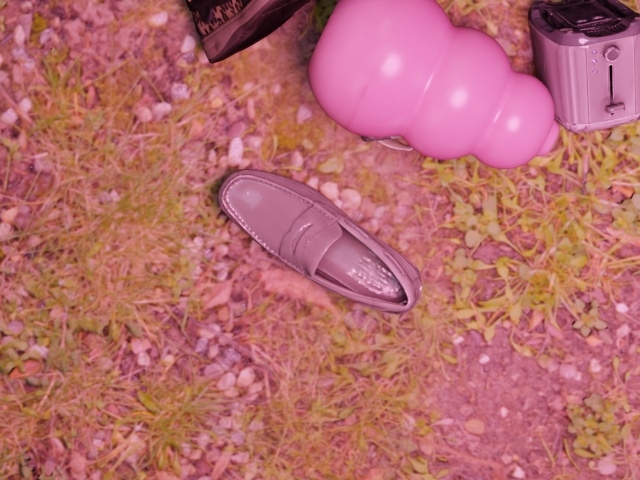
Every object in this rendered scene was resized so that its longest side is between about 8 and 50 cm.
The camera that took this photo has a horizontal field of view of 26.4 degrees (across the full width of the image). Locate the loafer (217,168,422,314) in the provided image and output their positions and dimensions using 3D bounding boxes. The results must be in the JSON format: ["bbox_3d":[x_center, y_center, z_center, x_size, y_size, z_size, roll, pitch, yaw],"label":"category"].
[{"bbox_3d":[0.000,0.000,1.896,0.319,0.111,0.112,28,99,-1],"label":"loafer"}]

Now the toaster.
[{"bbox_3d":[0.350,-0.237,1.802,0.129,0.227,0.146,-12,115,-5],"label":"toaster"}]

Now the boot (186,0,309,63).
[{"bbox_3d":[-0.111,-0.417,1.748,0.138,0.377,0.284,-31,90,-29],"label":"boot"}]

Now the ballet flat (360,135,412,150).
[{"bbox_3d":[0.143,-0.154,1.898,0.188,0.070,0.070,6,99,4],"label":"ballet flat"}]

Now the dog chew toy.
[{"bbox_3d":[0.154,-0.201,1.775,0.332,0.206,0.206,25,99,-2],"label":"dog chew toy"}]
